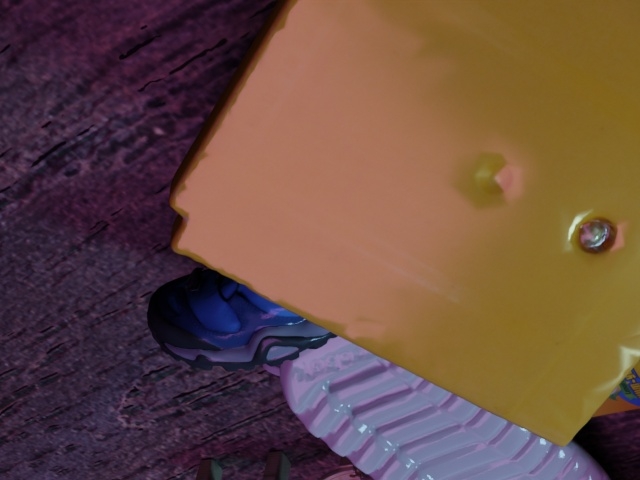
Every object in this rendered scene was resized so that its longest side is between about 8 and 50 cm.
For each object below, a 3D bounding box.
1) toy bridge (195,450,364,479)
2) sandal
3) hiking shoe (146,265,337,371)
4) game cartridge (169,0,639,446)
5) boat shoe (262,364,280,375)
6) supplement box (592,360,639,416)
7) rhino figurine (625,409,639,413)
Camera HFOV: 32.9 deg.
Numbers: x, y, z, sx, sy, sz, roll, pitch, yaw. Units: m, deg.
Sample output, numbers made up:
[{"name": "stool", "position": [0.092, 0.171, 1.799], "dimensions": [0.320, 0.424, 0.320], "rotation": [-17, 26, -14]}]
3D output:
[{"name": "toy bridge", "position": [-0.046, 0.240, 1.070], "dimensions": [0.188, 0.063, 0.026], "rotation": [-13, 132, 25]}, {"name": "sandal", "position": [0.130, 0.182, 0.940], "dimensions": [0.169, 0.102, 0.416], "rotation": [-36, 115, 12]}, {"name": "hiking shoe", "position": [0.000, 0.000, 0.786], "dimensions": [0.304, 0.113, 0.132], "rotation": [-16, 121, 16]}, {"name": "game cartridge", "position": [0.102, -0.047, 0.665], "dimensions": [0.324, 0.052, 0.285], "rotation": [29, 111, -15]}, {"name": "boat shoe", "position": [-0.001, 0.100, 0.936], "dimensions": [0.100, 0.035, 0.035], "rotation": [6, 112, 11]}, {"name": "supplement box", "position": [0.269, 0.069, 0.802], "dimensions": [0.233, 0.080, 0.078], "rotation": [-17, 128, 31]}, {"name": "rhino figurine", "position": [0.369, 0.178, 0.898], "dimensions": [0.243, 0.073, 0.106], "rotation": [16, 135, -2]}]
